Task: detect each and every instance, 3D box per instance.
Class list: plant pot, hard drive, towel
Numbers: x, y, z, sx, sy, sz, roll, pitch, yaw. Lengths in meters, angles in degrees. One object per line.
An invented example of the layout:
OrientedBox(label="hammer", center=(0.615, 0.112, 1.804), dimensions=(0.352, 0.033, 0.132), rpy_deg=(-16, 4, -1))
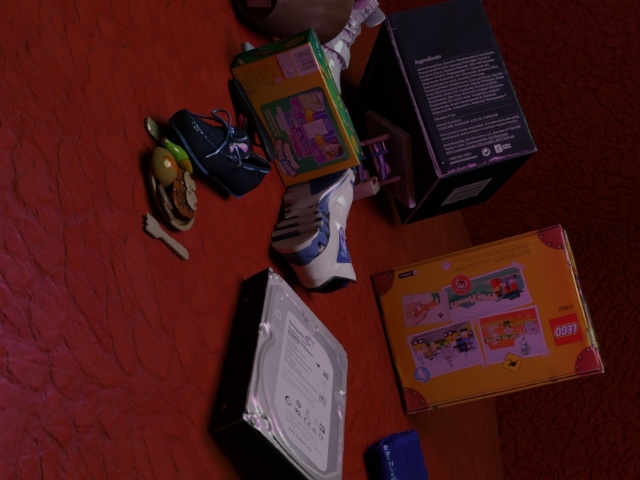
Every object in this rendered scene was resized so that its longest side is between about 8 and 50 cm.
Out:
OrientedBox(label="plant pot", center=(-0.075, -0.518, 1.853), dimensions=(0.230, 0.215, 0.215), rpy_deg=(-24, 98, -60))
OrientedBox(label="hard drive", center=(-0.047, 0.227, 1.361), dimensions=(0.237, 0.064, 0.339), rpy_deg=(51, 24, -26))
OrientedBox(label="towel", center=(0.178, 0.570, 1.870), dimensions=(0.228, 0.076, 0.308), rpy_deg=(7, 68, -65))

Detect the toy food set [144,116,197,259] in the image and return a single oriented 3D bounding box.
OrientedBox(label="toy food set", center=(-0.205, -0.076, 1.256), dimensions=(0.132, 0.039, 0.192), rpy_deg=(49, 30, -55))

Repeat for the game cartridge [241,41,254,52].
OrientedBox(label="game cartridge", center=(-0.136, -0.367, 1.796), dimensions=(0.083, 0.017, 0.056), rpy_deg=(44, 30, -60))

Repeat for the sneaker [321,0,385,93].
OrientedBox(label="sneaker", center=(0.055, -0.522, 2.217), dimensions=(0.137, 0.210, 0.365), rpy_deg=(39, 38, -62))

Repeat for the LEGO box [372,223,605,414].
OrientedBox(label="LEGO box", center=(0.426, 0.205, 2.247), dimensions=(0.193, 0.500, 0.372), rpy_deg=(10, 66, -71))

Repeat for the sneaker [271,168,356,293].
OrientedBox(label="sneaker", center=(0.000, 0.001, 1.742), dimensions=(0.315, 0.128, 0.182), rpy_deg=(-68, 143, -54))

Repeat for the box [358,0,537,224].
OrientedBox(label="box", center=(0.337, -0.354, 2.506), dimensions=(0.480, 0.298, 0.471), rpy_deg=(115, -42, -75))

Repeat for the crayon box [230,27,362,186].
OrientedBox(label="crayon box", center=(-0.042, -0.257, 1.735), dimensions=(0.081, 0.165, 0.278), rpy_deg=(-79, 150, -57))

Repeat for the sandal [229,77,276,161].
OrientedBox(label="sandal", center=(-0.133, -0.219, 1.643), dimensions=(0.179, 0.040, 0.067), rpy_deg=(62, 8, 12))

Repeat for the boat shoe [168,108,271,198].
OrientedBox(label="boat shoe", center=(-0.154, -0.153, 1.381), dimensions=(0.109, 0.089, 0.258), rpy_deg=(60, 7, 17))

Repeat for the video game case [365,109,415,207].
OrientedBox(label="video game case", center=(0.197, -0.229, 2.458), dimensions=(0.206, 0.026, 0.226), rpy_deg=(43, -31, 50))

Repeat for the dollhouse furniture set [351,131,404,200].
OrientedBox(label="dollhouse furniture set", center=(0.132, -0.196, 2.310), dimensions=(0.183, 0.129, 0.129), rpy_deg=(-48, 121, -71))
